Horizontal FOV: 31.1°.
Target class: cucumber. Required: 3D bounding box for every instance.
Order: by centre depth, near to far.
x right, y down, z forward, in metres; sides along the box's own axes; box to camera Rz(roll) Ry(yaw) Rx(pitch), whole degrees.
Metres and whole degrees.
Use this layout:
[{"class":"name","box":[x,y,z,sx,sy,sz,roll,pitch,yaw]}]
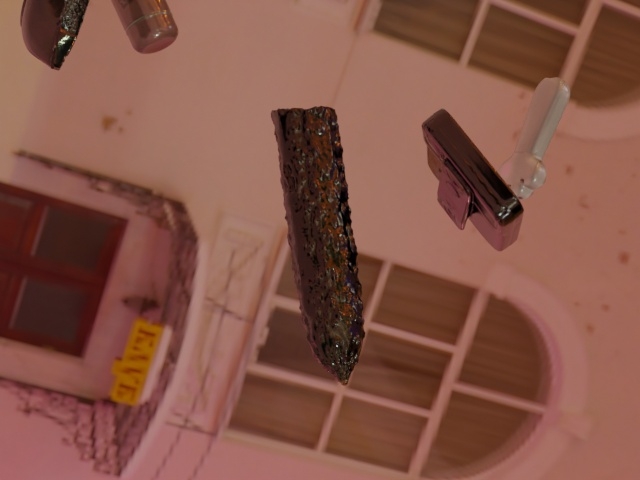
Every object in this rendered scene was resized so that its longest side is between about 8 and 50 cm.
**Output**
[{"class":"cucumber","box":[-0.001,0.001,1.148,0.072,0.072,0.300,138,-52,-61]}]

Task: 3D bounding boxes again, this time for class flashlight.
[{"class":"flashlight","box":[0.332,-0.156,1.765,0.093,0.047,0.200,10,-104,60]}]

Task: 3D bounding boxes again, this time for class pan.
[{"class":"pan","box":[-0.240,-0.256,1.107,0.128,0.048,0.202,120,-11,-47]}]

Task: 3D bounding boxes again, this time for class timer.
[{"class":"timer","box":[0.164,-0.059,1.278,0.055,0.144,0.187,-37,166,-2]}]

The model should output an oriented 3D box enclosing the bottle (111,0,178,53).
[{"class":"bottle","box":[-0.198,-0.266,1.207,0.140,0.053,0.053,65,-26,6]}]
